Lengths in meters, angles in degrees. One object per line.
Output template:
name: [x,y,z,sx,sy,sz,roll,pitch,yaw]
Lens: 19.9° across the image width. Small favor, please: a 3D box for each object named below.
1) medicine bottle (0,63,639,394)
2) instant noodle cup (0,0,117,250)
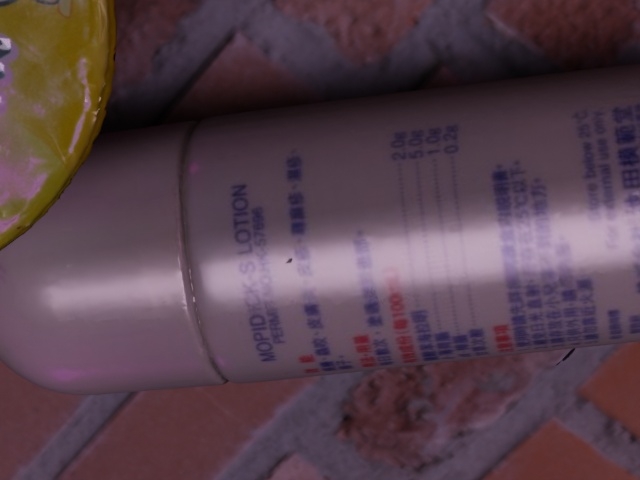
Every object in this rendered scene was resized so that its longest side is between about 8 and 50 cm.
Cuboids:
medicine bottle: [0.000,0.000,0.860,0.340,0.130,0.130,-7,117,8]
instant noodle cup: [-0.195,-0.132,0.769,0.264,0.200,0.264,3,118,5]
